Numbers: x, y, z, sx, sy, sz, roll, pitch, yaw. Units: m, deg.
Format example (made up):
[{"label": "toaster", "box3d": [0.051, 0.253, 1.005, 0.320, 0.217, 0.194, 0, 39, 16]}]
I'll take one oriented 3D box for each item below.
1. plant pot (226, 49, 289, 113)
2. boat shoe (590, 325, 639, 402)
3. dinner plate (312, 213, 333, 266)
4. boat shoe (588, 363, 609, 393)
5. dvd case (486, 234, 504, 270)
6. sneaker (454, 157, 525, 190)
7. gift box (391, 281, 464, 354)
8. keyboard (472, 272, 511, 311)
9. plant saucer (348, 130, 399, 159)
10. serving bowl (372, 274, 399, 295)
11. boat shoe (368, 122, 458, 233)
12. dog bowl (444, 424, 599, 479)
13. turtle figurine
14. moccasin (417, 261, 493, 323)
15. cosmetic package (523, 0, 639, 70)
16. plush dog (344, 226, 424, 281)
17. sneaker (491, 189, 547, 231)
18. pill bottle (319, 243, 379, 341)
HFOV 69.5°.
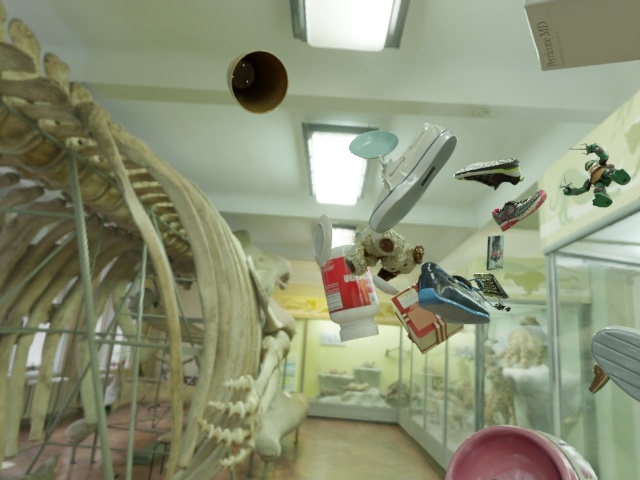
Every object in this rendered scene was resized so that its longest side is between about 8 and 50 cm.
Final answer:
[{"label": "plant pot", "box3d": [-0.286, -0.654, 1.868, 0.237, 0.237, 0.254, 14, 17, -33]}, {"label": "boat shoe", "box3d": [0.595, 0.235, 0.733, 0.094, 0.109, 0.302, -2, 26, -41]}, {"label": "dinner plate", "box3d": [0.000, 0.000, 1.225, 0.017, 0.141, 0.141, 4, -12, -19]}, {"label": "boat shoe", "box3d": [1.040, 0.482, 1.702, 0.064, 0.178, 0.060, 16, 15, -45]}, {"label": "dvd case", "box3d": [0.602, 0.041, 1.587, 0.087, 0.119, 0.013, -4, 9, -37]}, {"label": "sneaker", "box3d": [0.559, -0.208, 1.546, 0.235, 0.097, 0.084, -1, 24, 48]}, {"label": "gift box", "box3d": [0.472, 0.311, 2.039, 0.255, 0.276, 0.258, -27, -34, 0]}, {"label": "keyboard", "box3d": [0.740, 0.228, 1.979, 0.033, 0.201, 0.317, -34, -7, 3]}, {"label": "plant saucer", "box3d": [0.205, -0.357, 1.773, 0.195, 0.195, 0.037, 1, -48, 17]}, {"label": "serving bowl", "box3d": [0.177, 0.128, 1.276, 0.083, 0.027, 0.083, 33, -2, 1]}, {"label": "boat shoe", "box3d": [0.238, -0.201, 1.391, 0.156, 0.367, 0.136, 40, 9, 30]}, {"label": "dog bowl", "box3d": [0.509, 0.677, 1.210, 0.408, 0.408, 0.150, -10, -42, 47]}, {"label": "turtle figurine", "box3d": [0.790, -0.193, 1.329, 0.118, 0.175, 0.234, 4, 30, 3]}, {"label": "moccasin", "box3d": [0.358, 0.140, 1.190, 0.138, 0.116, 0.342, -12, -26, 29]}, {"label": "cosmetic package", "box3d": [0.645, -0.469, 0.850, 0.453, 0.161, 0.230, 6, -12, 36]}, {"label": "plush dog", "box3d": [0.251, 0.042, 1.683, 0.225, 0.210, 0.262, 39, -47, -16]}, {"label": "sneaker", "box3d": [0.898, -0.146, 2.104, 0.121, 0.112, 0.299, -30, -10, -32]}, {"label": "pill bottle", "box3d": [0.135, 0.234, 2.061, 0.229, 0.407, 0.229, -11, -12, -2]}]
